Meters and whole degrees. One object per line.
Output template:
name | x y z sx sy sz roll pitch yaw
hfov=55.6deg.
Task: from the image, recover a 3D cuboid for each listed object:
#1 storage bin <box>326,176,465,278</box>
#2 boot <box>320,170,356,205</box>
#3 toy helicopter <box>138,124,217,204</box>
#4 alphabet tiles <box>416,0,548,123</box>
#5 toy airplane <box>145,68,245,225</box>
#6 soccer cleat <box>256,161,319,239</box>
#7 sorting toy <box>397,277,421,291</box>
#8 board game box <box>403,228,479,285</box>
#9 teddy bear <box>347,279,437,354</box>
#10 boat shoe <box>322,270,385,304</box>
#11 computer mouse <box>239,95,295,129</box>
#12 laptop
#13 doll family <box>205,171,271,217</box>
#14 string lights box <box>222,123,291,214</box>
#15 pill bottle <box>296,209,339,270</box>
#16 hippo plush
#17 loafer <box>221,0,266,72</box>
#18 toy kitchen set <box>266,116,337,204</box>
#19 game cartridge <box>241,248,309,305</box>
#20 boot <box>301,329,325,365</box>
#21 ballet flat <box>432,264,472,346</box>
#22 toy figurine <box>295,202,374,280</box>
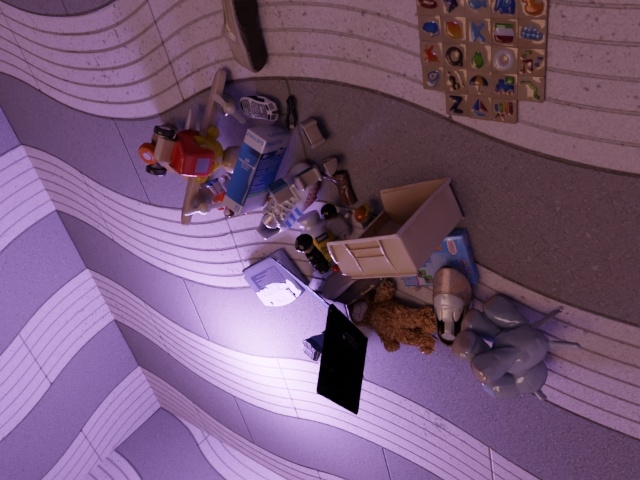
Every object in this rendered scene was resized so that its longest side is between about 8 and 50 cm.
storage bin | 0.191 -0.029 1.562 0.260 0.262 0.123 -6 120 48
boot | 0.049 -0.152 1.789 0.107 0.037 0.114 10 134 43
toy helicopter | -0.460 -0.257 2.166 0.235 0.140 0.355 -3 131 37
alphabet tiles | 0.334 -0.413 1.276 0.285 0.011 0.342 17 134 36
toy airplane | -0.356 -0.275 1.881 0.273 0.384 0.386 15 151 -6
soccer cleat | -0.106 -0.109 1.891 0.116 0.143 0.331 43 143 7
sorting toy | 0.263 0.118 1.812 0.083 0.045 0.075 45 151 3
board game box | 0.312 0.051 1.666 0.212 0.039 0.160 -3 121 34
teddy bear | 0.219 0.247 1.914 0.338 0.113 0.245 33 139 19
boat shoe | 0.141 0.102 1.853 0.097 0.116 0.324 27 133 -29
computer mouse | -0.151 -0.388 1.771 0.193 0.042 0.106 19 140 26
laptop | -0.013 0.310 1.937 0.237 0.407 0.382 0 156 22
doll family | -0.245 -0.177 2.023 0.263 0.118 0.163 -31 93 35
string lights box | -0.192 -0.213 1.825 0.077 0.133 0.259 35 121 18
pill bottle | 0.000 0.000 1.916 0.103 0.103 0.184 -8 117 49
hippo plush | 0.514 0.298 1.629 0.294 0.234 0.236 -22 134 10
loafer | -0.221 -0.577 1.616 0.092 0.102 0.268 14 133 30
toy kitchen set | -0.077 -0.229 1.726 0.166 0.207 0.122 62 176 -17
game cartridge | -0.167 0.150 2.270 0.196 0.060 0.294 57 143 -6
boot | 0.064 0.407 2.163 0.246 0.161 0.083 45 138 28
ballet flat | 0.361 0.196 1.673 0.108 0.106 0.316 5 143 20
toy figurine | 0.056 -0.007 1.757 0.213 0.209 0.148 10 149 45
